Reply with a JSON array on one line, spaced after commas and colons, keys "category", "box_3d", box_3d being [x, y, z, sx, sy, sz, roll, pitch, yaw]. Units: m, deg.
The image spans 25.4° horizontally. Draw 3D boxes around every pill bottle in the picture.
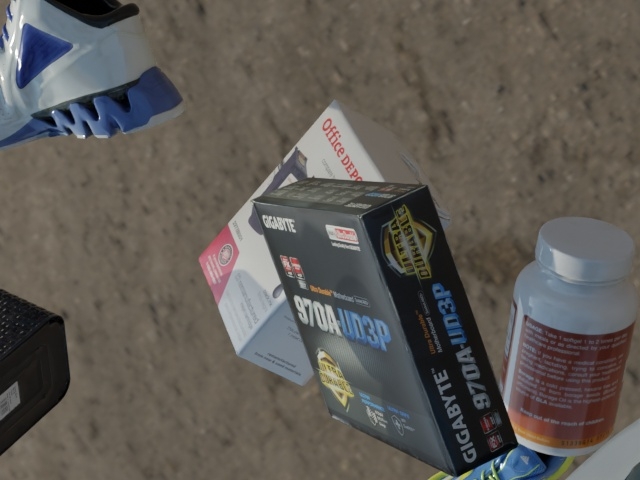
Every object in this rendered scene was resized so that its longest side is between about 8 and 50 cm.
[{"category": "pill bottle", "box_3d": [0.243, 0.092, 1.386, 0.121, 0.121, 0.216, 26, 125, 34]}]

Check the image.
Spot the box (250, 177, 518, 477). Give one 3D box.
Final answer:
[{"category": "box", "box_3d": [0.036, 0.049, 0.942, 0.220, 0.051, 0.175, 12, 123, 69]}]

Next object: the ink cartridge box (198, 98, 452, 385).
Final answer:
[{"category": "ink cartridge box", "box_3d": [0.000, 0.000, 1.455, 0.237, 0.100, 0.172, -49, 37, 17]}]

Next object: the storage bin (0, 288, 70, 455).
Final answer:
[{"category": "storage bin", "box_3d": [-0.352, 0.150, 1.482, 0.084, 0.180, 0.122, 22, 132, 23]}]

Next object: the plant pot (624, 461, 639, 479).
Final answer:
[{"category": "plant pot", "box_3d": [0.208, 0.342, 0.872, 0.248, 0.247, 0.252, 31, 139, 3]}]

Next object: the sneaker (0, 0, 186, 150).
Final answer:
[{"category": "sneaker", "box_3d": [-0.299, -0.198, 1.495, 0.315, 0.127, 0.182, -5, 107, 25]}]

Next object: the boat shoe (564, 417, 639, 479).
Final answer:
[{"category": "boat shoe", "box_3d": [0.236, 0.302, 1.183, 0.156, 0.367, 0.136, 42, -176, -5]}]

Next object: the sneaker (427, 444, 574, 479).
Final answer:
[{"category": "sneaker", "box_3d": [0.187, 0.266, 1.598, 0.091, 0.240, 0.126, 51, 164, 19]}]
